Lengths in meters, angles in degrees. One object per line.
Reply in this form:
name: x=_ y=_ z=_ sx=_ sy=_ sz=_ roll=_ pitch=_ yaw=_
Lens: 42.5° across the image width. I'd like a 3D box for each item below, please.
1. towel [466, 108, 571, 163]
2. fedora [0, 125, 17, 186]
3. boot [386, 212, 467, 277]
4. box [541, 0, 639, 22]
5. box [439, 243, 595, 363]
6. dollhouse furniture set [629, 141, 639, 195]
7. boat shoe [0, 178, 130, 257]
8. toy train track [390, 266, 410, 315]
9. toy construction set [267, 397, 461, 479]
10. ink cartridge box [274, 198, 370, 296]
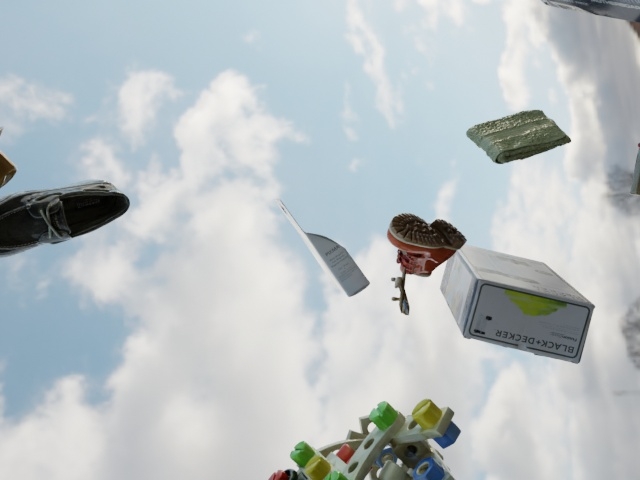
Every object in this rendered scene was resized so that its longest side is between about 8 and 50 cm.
towel: x=0.326 y=-0.175 z=1.361 sx=0.110 sy=0.148 sz=0.027 roll=-124 pitch=22 yaw=-47
fedora: x=-0.617 y=-0.122 z=1.512 sx=0.079 sy=0.194 sz=0.194 roll=41 pitch=-138 yaw=-16
boot: x=0.124 y=0.013 z=1.071 sx=0.158 sy=0.084 sz=0.059 roll=11 pitch=-143 yaw=-53
box: x=0.273 y=-0.238 z=0.566 sx=0.059 sy=0.233 sz=0.183 roll=32 pitch=-88 yaw=-40
box: x=0.285 y=0.085 z=1.241 sx=0.290 sy=0.169 sz=0.087 roll=-74 pitch=-3 yaw=-80
dollhouse furniture set: x=0.571 y=-0.106 z=0.942 sx=0.201 sy=0.374 sz=0.152 roll=3 pitch=-83 yaw=-22
boat shoe: x=-0.545 y=-0.053 z=1.667 sx=0.335 sy=0.119 sz=0.121 roll=-27 pitch=-65 yaw=-36
toy train track: x=0.083 y=0.059 z=0.862 sx=0.083 sy=0.014 sz=0.048 roll=65 pitch=-150 yaw=-61
toy construction set: x=0.053 y=0.283 z=1.022 sx=0.215 sy=0.151 sz=0.327 roll=-47 pitch=-2 yaw=-11
ink cartridge box: x=0.000 y=0.000 z=1.638 sx=0.232 sy=0.066 sz=0.189 roll=59 pitch=175 yaw=-6
